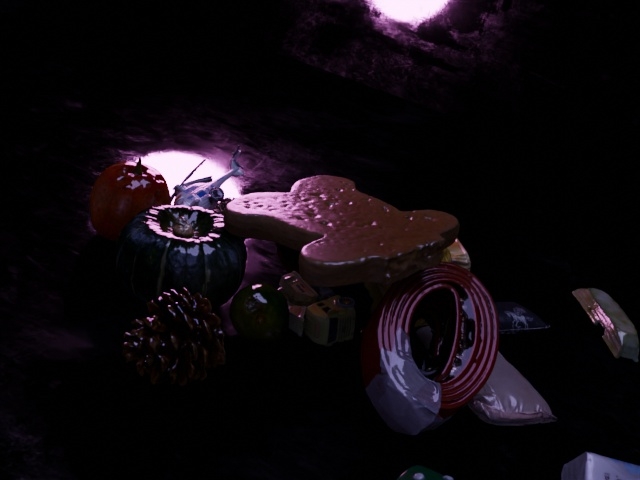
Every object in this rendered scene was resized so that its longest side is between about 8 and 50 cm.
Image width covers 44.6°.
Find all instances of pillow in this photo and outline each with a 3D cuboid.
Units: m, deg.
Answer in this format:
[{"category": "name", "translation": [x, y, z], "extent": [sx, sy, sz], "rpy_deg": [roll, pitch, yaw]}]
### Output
[{"category": "pillow", "translation": [0.317, 0.256, 1.507], "extent": [0.173, 0.067, 0.270], "rpy_deg": [2, 32, -27]}, {"category": "pillow", "translation": [0.398, 0.170, 1.747], "extent": [0.208, 0.055, 0.141], "rpy_deg": [3, 22, -27]}]

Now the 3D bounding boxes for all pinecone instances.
[{"category": "pinecone", "translation": [-0.240, 0.162, 1.272], "extent": [0.173, 0.174, 0.174], "rpy_deg": [13, 25, -6]}]

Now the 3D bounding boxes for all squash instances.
[{"category": "squash", "translation": [-0.267, 0.032, 1.499], "extent": [0.252, 0.165, 0.252], "rpy_deg": [14, 26, -7]}]

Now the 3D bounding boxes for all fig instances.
[{"category": "fig", "translation": [-0.113, 0.126, 1.489], "extent": [0.117, 0.117, 0.177], "rpy_deg": [15, 15, -4]}]

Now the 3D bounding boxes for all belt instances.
[{"category": "belt", "translation": [0.188, 0.189, 1.385], "extent": [0.227, 0.115, 0.324], "rpy_deg": [26, 53, 1]}]

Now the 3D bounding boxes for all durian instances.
[{"category": "durian", "translation": [-0.215, -0.065, 1.848], "extent": [0.110, 0.071, 0.140], "rpy_deg": [16, 30, -1]}]

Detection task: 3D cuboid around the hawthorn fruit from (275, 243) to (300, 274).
[{"category": "hawthorn fruit", "translation": [0.000, 0.000, 1.728], "extent": [0.189, 0.190, 0.251], "rpy_deg": [19, 12, 5]}]

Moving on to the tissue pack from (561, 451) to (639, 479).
[{"category": "tissue pack", "translation": [0.478, 0.438, 1.183], "extent": [0.229, 0.145, 0.159], "rpy_deg": [14, 58, -3]}]

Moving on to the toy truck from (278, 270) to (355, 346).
[{"category": "toy truck", "translation": [-0.023, 0.132, 1.541], "extent": [0.116, 0.085, 0.191], "rpy_deg": [-14, 34, -32]}]

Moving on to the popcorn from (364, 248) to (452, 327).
[{"category": "popcorn", "translation": [0.195, 0.087, 1.632], "extent": [0.200, 0.203, 0.226], "rpy_deg": [-17, 8, -12]}]

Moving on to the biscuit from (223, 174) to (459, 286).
[{"category": "biscuit", "translation": [0.030, -0.014, 1.447], "extent": [0.394, 0.076, 0.368], "rpy_deg": [23, 31, 38]}]

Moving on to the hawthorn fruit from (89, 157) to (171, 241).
[{"category": "hawthorn fruit", "translation": [-0.397, -0.093, 1.639], "extent": [0.179, 0.201, 0.179], "rpy_deg": [10, 31, -6]}]

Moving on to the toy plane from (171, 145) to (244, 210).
[{"category": "toy plane", "translation": [-0.262, -0.111, 1.822], "extent": [0.107, 0.182, 0.273], "rpy_deg": [42, 25, 7]}]

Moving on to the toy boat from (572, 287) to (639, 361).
[{"category": "toy boat", "translation": [0.694, 0.185, 1.896], "extent": [0.093, 0.055, 0.293], "rpy_deg": [14, 25, -12]}]

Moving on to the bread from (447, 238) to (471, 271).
[{"category": "bread", "translation": [0.257, 0.037, 1.842], "extent": [0.106, 0.136, 0.241], "rpy_deg": [8, 28, -18]}]

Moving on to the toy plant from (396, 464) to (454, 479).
[{"category": "toy plant", "translation": [0.205, 0.407, 1.079], "extent": [0.243, 0.113, 0.232], "rpy_deg": [14, 26, 16]}]
